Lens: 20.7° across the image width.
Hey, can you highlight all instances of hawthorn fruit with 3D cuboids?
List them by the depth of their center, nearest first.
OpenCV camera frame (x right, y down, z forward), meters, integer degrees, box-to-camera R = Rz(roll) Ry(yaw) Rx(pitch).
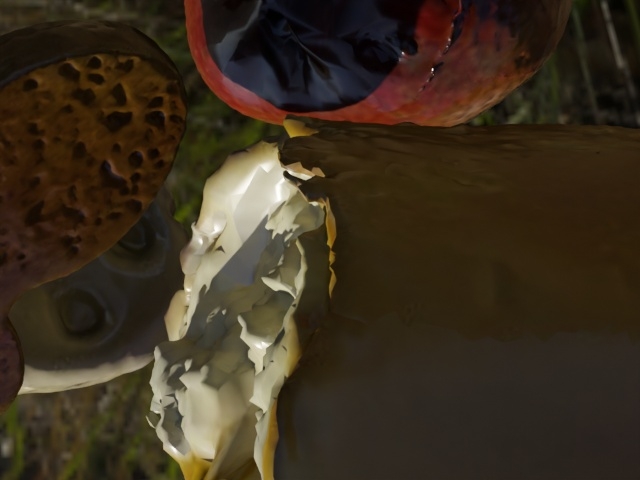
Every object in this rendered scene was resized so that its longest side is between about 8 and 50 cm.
[{"bbox_3d":[0.039,-0.209,1.218,0.295,0.311,0.295,3,114,7],"label":"hawthorn fruit"}]

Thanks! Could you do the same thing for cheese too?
[{"bbox_3d":[-0.195,-0.002,1.107,0.235,0.218,0.117,19,170,-15],"label":"cheese"}]

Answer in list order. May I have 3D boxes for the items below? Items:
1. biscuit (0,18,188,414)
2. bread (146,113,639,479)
[{"bbox_3d":[-0.255,0.030,0.870,0.432,0.064,0.283,-38,147,-6],"label":"biscuit"},{"bbox_3d":[0.116,0.063,0.823,0.394,0.361,0.250,-1,106,-8],"label":"bread"}]
